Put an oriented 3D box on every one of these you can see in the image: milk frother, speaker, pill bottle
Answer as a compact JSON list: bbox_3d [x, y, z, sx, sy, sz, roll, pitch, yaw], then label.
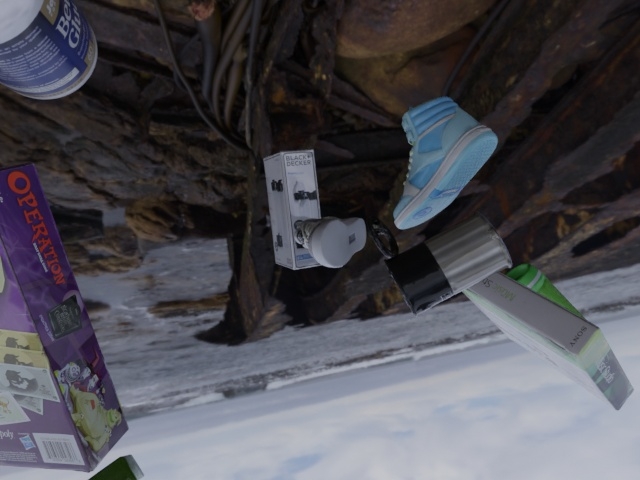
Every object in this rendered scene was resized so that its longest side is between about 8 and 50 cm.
[{"bbox_3d":[0.146,0.004,0.596,0.135,0.143,0.129,-29,178,6],"label":"milk frother"},{"bbox_3d":[0.622,0.204,1.224,0.131,0.296,0.131,-44,179,-1],"label":"speaker"},{"bbox_3d":[-0.236,-0.173,0.326,0.094,0.094,0.169,-9,-179,-9],"label":"pill bottle"}]

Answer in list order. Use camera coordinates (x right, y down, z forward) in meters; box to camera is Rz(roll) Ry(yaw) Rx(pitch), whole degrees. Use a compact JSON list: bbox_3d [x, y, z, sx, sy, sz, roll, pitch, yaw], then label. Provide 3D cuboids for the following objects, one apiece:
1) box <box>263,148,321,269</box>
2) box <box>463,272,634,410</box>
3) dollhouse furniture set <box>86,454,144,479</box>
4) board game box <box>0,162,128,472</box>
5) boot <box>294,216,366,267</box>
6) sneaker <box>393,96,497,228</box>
[{"bbox_3d":[-0.070,-0.080,1.166,0.087,0.289,0.169,-9,-175,-21],"label":"box"},{"bbox_3d":[0.382,0.160,0.775,0.322,0.232,0.058,36,91,-41],"label":"box"},{"bbox_3d":[-0.268,0.393,0.537,0.151,0.197,0.301,-30,168,-24],"label":"dollhouse furniture set"},{"bbox_3d":[-0.330,0.069,0.341,0.348,0.207,0.056,-5,-158,16],"label":"board game box"},{"bbox_3d":[0.000,0.000,0.918,0.124,0.095,0.258,-1,-176,22],"label":"boot"},{"bbox_3d":[0.238,-0.187,1.050,0.127,0.208,0.319,-9,148,-40],"label":"sneaker"}]
